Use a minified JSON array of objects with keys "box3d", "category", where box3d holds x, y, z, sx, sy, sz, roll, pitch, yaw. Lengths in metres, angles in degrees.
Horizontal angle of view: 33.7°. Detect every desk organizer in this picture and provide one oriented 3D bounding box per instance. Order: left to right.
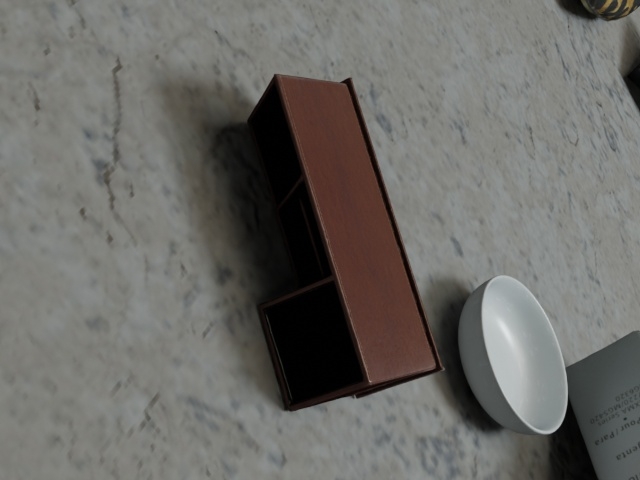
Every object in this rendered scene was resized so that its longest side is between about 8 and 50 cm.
[{"box3d":[0.000,0.000,0.432,0.050,0.047,0.130,-4,73,-52],"category":"desk organizer"}]

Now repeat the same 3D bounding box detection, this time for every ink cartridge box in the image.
[{"box3d":[0.245,0.214,0.567,0.275,0.060,0.239,48,20,-26],"category":"ink cartridge box"}]

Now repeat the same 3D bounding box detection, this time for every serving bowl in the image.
[{"box3d":[0.095,0.061,0.542,0.083,0.027,0.083,31,47,-40],"category":"serving bowl"}]

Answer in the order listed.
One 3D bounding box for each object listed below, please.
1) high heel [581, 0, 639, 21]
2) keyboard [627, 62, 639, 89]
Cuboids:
[{"box3d":[0.311,-0.280,0.903,0.093,0.186,0.261,56,35,-16],"category":"high heel"},{"box3d":[0.391,-0.042,0.928,0.317,0.033,0.201,47,60,4],"category":"keyboard"}]
